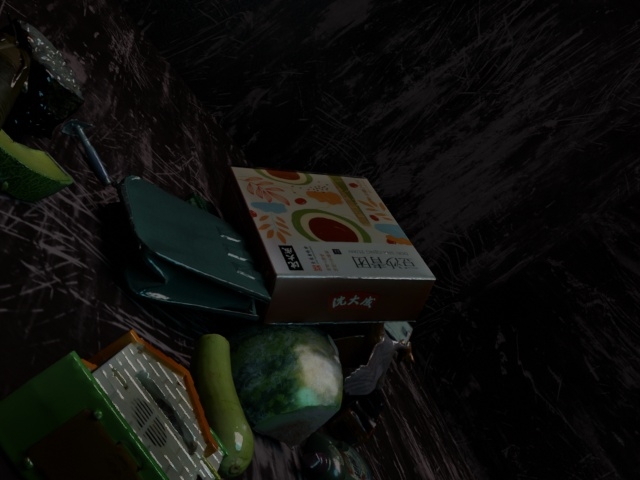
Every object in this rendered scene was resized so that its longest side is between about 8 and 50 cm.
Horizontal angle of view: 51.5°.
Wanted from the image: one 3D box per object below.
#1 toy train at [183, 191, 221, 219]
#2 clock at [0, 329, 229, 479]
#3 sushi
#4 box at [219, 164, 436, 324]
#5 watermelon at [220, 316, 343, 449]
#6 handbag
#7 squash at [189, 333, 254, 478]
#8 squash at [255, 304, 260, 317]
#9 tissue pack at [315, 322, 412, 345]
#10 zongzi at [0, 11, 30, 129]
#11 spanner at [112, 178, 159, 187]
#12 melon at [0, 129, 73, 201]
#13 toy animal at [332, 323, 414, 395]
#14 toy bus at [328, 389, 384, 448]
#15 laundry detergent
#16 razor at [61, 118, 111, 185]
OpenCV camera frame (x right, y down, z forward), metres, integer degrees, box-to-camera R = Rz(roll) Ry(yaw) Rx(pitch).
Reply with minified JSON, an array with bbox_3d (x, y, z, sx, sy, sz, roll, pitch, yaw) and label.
[{"bbox_3d":[-0.229,0.031,1.442,0.154,0.115,0.269,28,25,-56],"label":"toy train"},{"bbox_3d":[-0.207,0.212,0.732,0.220,0.106,0.255,55,2,-3],"label":"clock"},{"bbox_3d":[-0.476,-0.258,1.078,0.225,0.127,0.124,50,3,38],"label":"sushi"},{"bbox_3d":[0.000,0.000,1.401,0.344,0.122,0.385,2,36,-25],"label":"box"},{"bbox_3d":[-0.092,0.236,1.280,0.305,0.223,0.180,-121,-144,-53],"label":"watermelon"},{"bbox_3d":[-0.244,0.025,1.185,0.274,0.100,0.269,24,21,-39],"label":"handbag"},{"bbox_3d":[-0.152,0.244,0.983,0.083,0.083,0.250,49,8,-35],"label":"squash"},{"bbox_3d":[-0.076,0.085,1.581,0.252,0.252,0.165,48,5,-41],"label":"squash"},{"bbox_3d":[0.078,0.215,1.901,0.315,0.103,0.228,-7,-46,44],"label":"tissue pack"},{"bbox_3d":[-0.462,-0.209,0.754,0.241,0.111,0.248,43,38,-37],"label":"zongzi"},{"bbox_3d":[-0.383,-0.106,1.436,0.054,0.015,0.254,52,6,2],"label":"spanner"},{"bbox_3d":[-0.448,-0.129,0.916,0.209,0.064,0.118,49,9,-21],"label":"melon"},{"bbox_3d":[0.131,0.238,1.722,0.302,0.284,0.225,20,2,-36],"label":"toy animal"},{"bbox_3d":[0.102,0.443,1.718,0.093,0.092,0.409,53,7,8],"label":"toy bus"},{"bbox_3d":[0.019,0.433,1.284,0.221,0.078,0.144,43,11,-49],"label":"laundry detergent"},{"bbox_3d":[-0.441,-0.165,1.278,0.135,0.040,0.068,61,8,4],"label":"razor"}]
